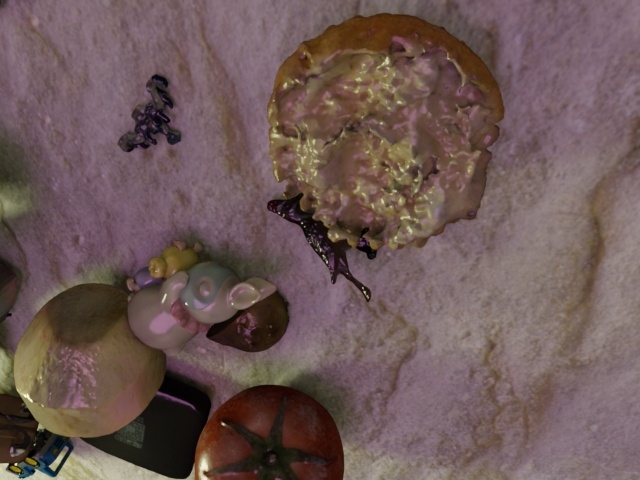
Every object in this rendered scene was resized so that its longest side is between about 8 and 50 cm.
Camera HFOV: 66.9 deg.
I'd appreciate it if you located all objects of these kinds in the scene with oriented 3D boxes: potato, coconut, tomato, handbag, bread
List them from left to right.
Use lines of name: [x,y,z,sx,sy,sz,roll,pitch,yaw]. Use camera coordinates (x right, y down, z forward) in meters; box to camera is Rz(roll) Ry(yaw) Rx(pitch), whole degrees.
handbag: [-0.761,0.403,1.053,0.283,0.149,0.302,-9,150,14]
coconut: [-0.396,0.214,0.853,0.259,0.259,0.259,7,122,11]
potato: [-0.127,0.162,0.831,0.172,0.089,0.100,-37,109,29]
tomato: [-0.089,0.400,0.874,0.265,0.265,0.265,7,122,11]
bread: [0.070,-0.126,0.568,0.274,0.149,0.274,4,124,6]

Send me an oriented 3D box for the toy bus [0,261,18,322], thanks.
toy bus: [-0.702,0.148,0.804,0.171,0.386,0.162,34,119,-8]

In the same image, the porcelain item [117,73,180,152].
porcelain item: [-0.235,-0.165,0.700,0.075,0.021,0.136,35,124,-13]

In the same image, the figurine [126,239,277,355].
figurine: [-0.195,0.077,0.778,0.235,0.127,0.155,-29,74,23]

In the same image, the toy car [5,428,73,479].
toy car: [-0.685,0.529,1.203,0.191,0.097,0.100,-31,114,29]

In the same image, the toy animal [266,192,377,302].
toy animal: [0.010,-0.005,0.706,0.202,0.070,0.105,34,80,2]

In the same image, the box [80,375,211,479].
box: [-0.391,0.378,1.046,0.290,0.073,0.289,21,123,2]
